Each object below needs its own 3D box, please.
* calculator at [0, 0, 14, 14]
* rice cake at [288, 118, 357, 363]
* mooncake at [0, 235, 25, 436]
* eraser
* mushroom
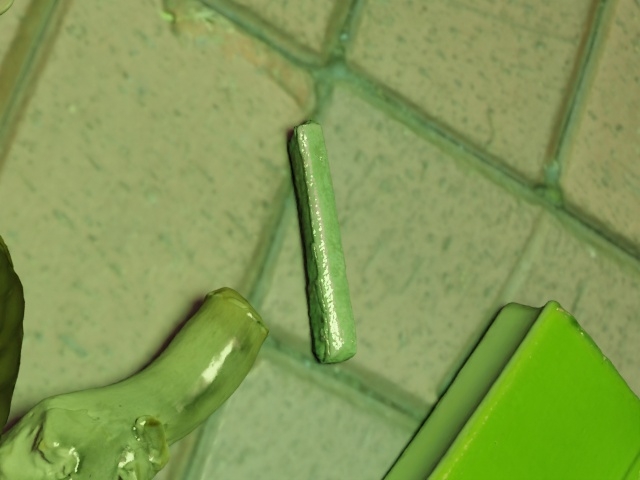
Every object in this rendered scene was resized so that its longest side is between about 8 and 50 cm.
[{"bbox_3d":[-0.285,-0.212,1.277,0.166,0.024,0.103,-9,86,-31],"label":"calculator"},{"bbox_3d":[0.000,0.000,1.414,0.033,0.033,0.207,-5,84,-31],"label":"rice cake"},{"bbox_3d":[-0.328,0.079,1.025,0.324,0.187,0.324,-46,147,-41],"label":"mooncake"},{"bbox_3d":[0.175,0.217,1.455,0.210,0.092,0.274,48,62,-17],"label":"eraser"},{"bbox_3d":[-0.143,0.129,1.272,0.278,0.099,0.096,-33,113,-36],"label":"mushroom"}]
